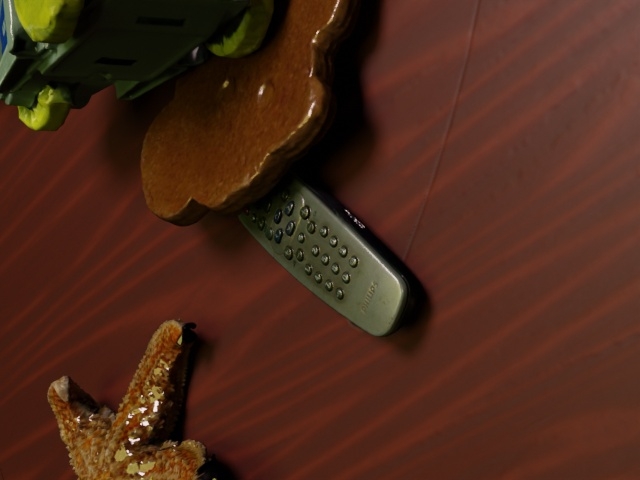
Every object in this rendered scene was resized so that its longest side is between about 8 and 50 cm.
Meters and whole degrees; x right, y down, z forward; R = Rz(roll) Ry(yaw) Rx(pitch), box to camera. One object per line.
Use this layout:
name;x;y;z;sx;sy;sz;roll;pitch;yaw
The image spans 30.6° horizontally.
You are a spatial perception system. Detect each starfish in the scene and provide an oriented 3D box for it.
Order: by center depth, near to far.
starfish;-0.175;0.239;1.097;0.303;0.113;0.311;-18;75;46

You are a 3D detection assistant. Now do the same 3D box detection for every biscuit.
biscuit;-0.059;-0.127;0.991;0.290;0.041;0.208;-40;47;33

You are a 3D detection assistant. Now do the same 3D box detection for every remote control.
remote control;0.000;0.000;0.952;0.222;0.042;0.072;42;118;39

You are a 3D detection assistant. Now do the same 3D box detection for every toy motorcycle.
toy motorcycle;-0.200;-0.223;1.005;0.326;0.191;0.199;-18;77;53
